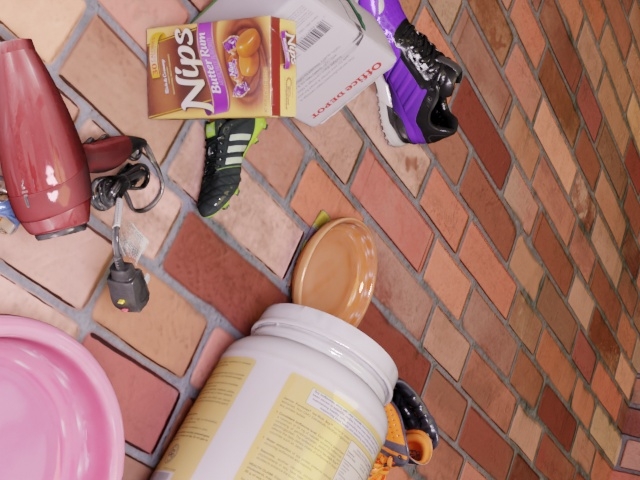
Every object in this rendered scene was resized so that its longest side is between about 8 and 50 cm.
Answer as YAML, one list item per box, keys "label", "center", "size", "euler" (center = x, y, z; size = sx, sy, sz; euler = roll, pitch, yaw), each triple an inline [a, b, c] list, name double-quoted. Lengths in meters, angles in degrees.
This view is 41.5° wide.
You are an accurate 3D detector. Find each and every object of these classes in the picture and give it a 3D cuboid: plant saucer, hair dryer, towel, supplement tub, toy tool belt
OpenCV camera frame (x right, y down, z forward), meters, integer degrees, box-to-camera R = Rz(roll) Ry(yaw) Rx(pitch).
- label: "plant saucer"
  center: [0.018, 0.060, 1.285]
  size: [0.200, 0.037, 0.200]
  euler: [-22, 119, -48]
- label: "plant saucer"
  center: [-0.343, 0.233, 0.817]
  size: [0.332, 0.084, 0.332]
  euler: [-10, 103, -51]
- label: "hair dryer"
  center: [-0.256, -0.080, 0.875]
  size: [0.293, 0.080, 0.223]
  euler: [68, 13, -46]
- label: "towel"
  center: [0.000, 0.000, 1.290]
  size: [0.083, 0.009, 0.060]
  euler: [-61, 137, -28]
- label: "supplement tub"
  center: [-0.060, 0.270, 1.059]
  size: [0.331, 0.241, 0.241]
  euler: [-60, 136, -28]
- label: "toy tool belt"
  center: [-0.309, -0.046, 0.850]
  size: [0.052, 0.051, 0.083]
  euler: [36, 66, -48]

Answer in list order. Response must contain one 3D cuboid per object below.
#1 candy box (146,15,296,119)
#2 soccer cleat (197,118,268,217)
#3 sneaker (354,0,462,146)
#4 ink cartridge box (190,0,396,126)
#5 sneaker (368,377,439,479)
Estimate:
- label: "candy box"
  center: [-0.117, -0.193, 0.970]
  size: [0.053, 0.187, 0.109]
  euler: [-10, 101, -54]
- label: "soccer cleat"
  center: [-0.126, -0.111, 1.082]
  size: [0.072, 0.060, 0.179]
  euler: [42, 55, -35]
- label: "sneaker"
  center: [0.153, -0.284, 1.340]
  size: [0.102, 0.146, 0.293]
  euler: [-49, 130, -37]
- label: "ink cartridge box"
  center: [-0.030, -0.253, 1.087]
  size: [0.219, 0.160, 0.092]
  euler: [19, 42, -53]
- label: "sneaker"
  center: [0.082, 0.355, 1.300]
  size: [0.125, 0.180, 0.321]
  euler: [-12, 103, -51]
